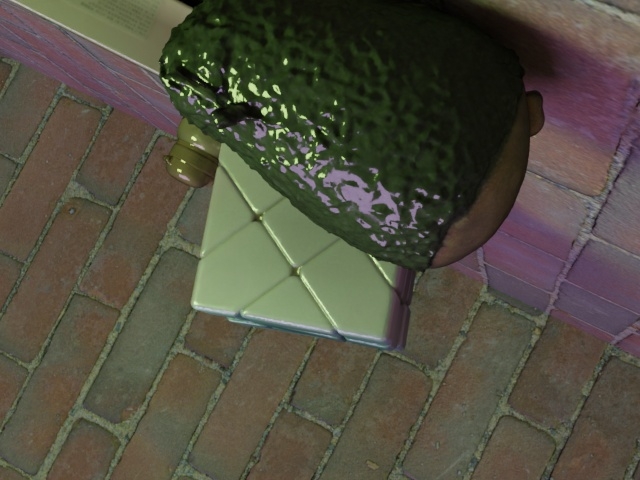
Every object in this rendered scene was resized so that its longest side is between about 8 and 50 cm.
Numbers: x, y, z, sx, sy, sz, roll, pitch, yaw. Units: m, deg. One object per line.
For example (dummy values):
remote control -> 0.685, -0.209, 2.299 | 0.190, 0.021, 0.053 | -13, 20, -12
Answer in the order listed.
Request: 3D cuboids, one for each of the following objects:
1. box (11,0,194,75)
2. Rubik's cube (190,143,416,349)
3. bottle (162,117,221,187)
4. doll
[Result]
box -> -0.260, -0.297, 1.214 | 0.251, 0.106, 0.203 | 25, -174, -12
Rubik's cube -> 0.000, 0.000, 1.539 | 0.321, 0.319, 0.316 | 9, 173, 12
bottle -> -0.178, -0.186, 1.550 | 0.110, 0.209, 0.097 | 28, 177, -27
doll -> 0.028, -0.128, 0.867 | 0.349, 0.247, 0.247 | 23, 176, 2
